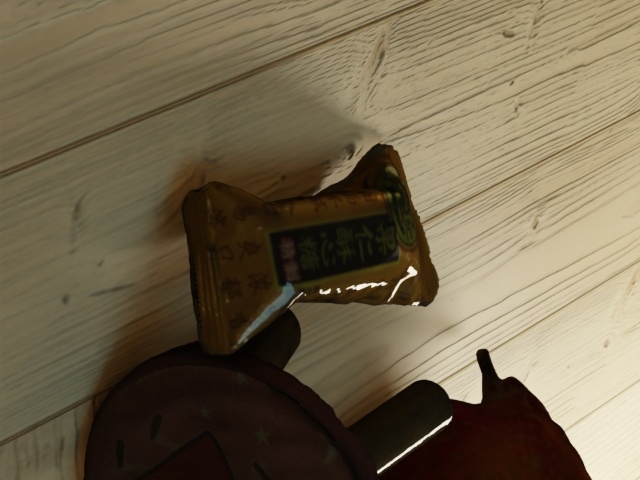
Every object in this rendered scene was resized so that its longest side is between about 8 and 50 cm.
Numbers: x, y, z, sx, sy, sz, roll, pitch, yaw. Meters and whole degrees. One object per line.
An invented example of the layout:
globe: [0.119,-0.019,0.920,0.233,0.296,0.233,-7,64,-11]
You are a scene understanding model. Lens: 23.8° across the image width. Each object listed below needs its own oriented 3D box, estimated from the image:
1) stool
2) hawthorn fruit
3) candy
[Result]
stool: [-0.037,0.194,1.221,0.178,0.272,0.272,-28,143,-56]
hawthorn fruit: [0.138,0.310,1.510,0.324,0.308,0.308,-38,145,-35]
candy: [0.000,0.000,1.200,0.271,0.101,0.143,-10,92,-47]
